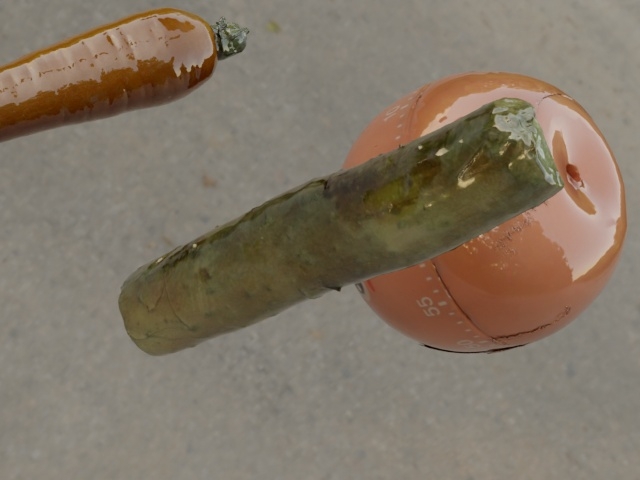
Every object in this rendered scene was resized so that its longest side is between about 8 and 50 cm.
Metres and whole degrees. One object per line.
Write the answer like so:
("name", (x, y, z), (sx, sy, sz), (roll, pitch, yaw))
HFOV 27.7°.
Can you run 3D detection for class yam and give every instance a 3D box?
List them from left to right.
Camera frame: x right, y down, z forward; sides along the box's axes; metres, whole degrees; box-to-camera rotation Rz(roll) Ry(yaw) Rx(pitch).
("yam", (0.000, 0.000, 0.778), (0.071, 0.317, 0.067), (63, 32, -5))

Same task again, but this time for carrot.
("carrot", (-0.201, -0.099, 0.875), (0.336, 0.069, 0.069), (-19, 70, -20))

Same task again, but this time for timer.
("timer", (0.128, -0.021, 1.066), (0.229, 0.214, 0.230), (25, 53, -38))
